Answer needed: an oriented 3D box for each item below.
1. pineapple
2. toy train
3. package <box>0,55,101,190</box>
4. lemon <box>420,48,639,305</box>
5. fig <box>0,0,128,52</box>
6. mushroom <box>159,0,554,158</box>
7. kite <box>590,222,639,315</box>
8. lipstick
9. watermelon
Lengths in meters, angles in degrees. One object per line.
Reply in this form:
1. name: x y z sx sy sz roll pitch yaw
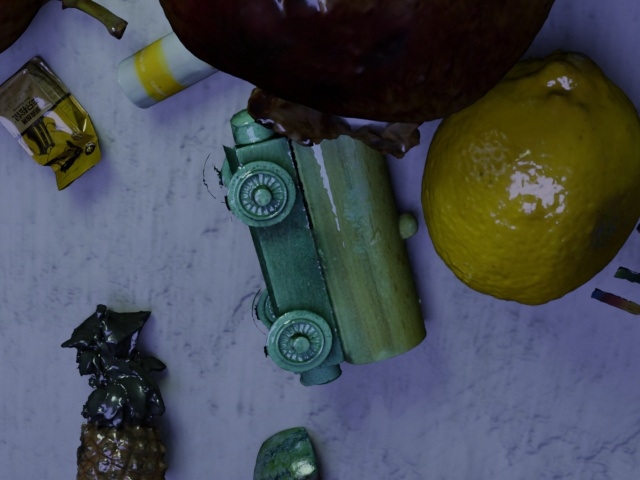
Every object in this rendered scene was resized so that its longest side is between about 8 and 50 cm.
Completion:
1. pineapple: -0.231 0.184 1.567 0.119 0.111 0.237 -3 105 -16
2. toy train: 0.000 -0.003 1.421 0.190 0.126 0.307 -18 109 -11
3. package: -0.290 -0.125 1.479 0.071 0.047 0.131 -37 100 24
4. lemon: 0.197 -0.055 1.274 0.204 0.204 0.260 20 121 8
5. fig: -0.340 -0.259 1.385 0.204 0.250 0.186 144 118 -64
6. mushroom: 0.044 -0.236 1.150 0.331 0.356 0.334 17 94 31
7. kite: 0.385 0.058 1.309 0.286 0.015 0.152 20 122 -24
8. lipstick: -0.083 -0.209 1.373 0.264 0.059 0.059 -25 104 25
9. watermelon: -0.033 0.256 1.568 0.085 0.072 0.092 16 78 22
